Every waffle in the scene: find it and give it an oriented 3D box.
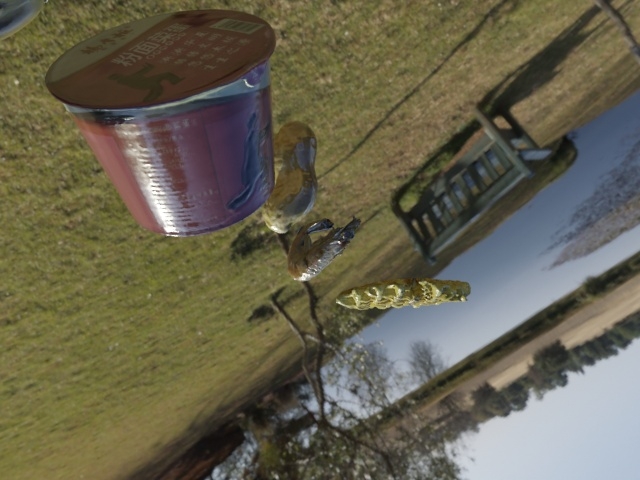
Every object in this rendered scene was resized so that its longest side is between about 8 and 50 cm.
[{"bbox_3d":[0.175,0.115,1.237,0.250,0.056,0.261,-12,168,39],"label":"waffle"}]

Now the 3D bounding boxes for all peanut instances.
[{"bbox_3d":[-0.057,-0.126,1.134,0.103,0.229,0.098,-6,165,31],"label":"peanut"}]

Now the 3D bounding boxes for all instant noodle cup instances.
[{"bbox_3d":[-0.152,-0.127,0.637,0.235,0.235,0.178,-26,133,-20],"label":"instant noodle cup"}]

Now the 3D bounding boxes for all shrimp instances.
[{"bbox_3d":[0.000,0.000,1.211,0.047,0.126,0.223,18,137,-39],"label":"shrimp"}]

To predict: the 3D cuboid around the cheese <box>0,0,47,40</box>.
[{"bbox_3d":[-0.603,-0.401,0.968,0.316,0.259,0.128,-21,128,-15],"label":"cheese"}]
